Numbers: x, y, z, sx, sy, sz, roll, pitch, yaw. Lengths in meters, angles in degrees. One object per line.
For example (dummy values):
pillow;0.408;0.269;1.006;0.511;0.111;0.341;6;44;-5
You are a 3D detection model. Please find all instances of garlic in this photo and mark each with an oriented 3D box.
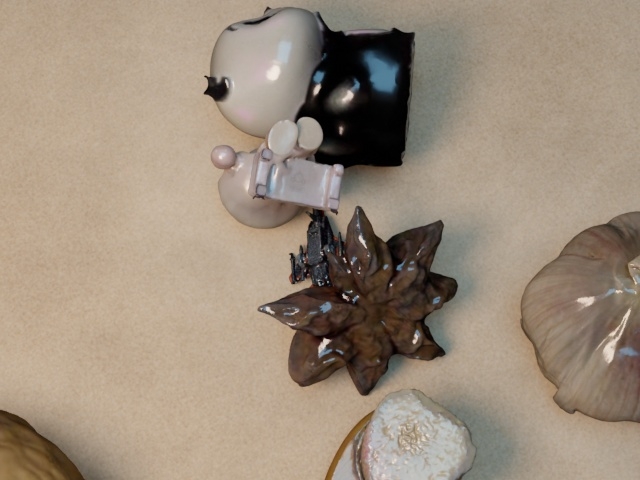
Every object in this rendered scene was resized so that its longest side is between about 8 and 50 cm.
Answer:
garlic;0.457;0.114;1.583;0.322;0.241;0.321;0;96;-3

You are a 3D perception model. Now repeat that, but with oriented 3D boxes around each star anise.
star anise;0.065;0.087;1.583;0.315;0.315;0.108;-25;35;-6

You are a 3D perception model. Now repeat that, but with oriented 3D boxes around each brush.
brush;0.090;0.343;1.543;0.174;0.166;0.266;42;81;10

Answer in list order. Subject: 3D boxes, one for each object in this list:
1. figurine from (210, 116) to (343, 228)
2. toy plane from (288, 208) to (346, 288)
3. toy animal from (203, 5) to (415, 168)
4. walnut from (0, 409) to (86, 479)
figurine;-0.064;-0.081;1.617;0.182;0.257;0.144;-10;84;-19
toy plane;-0.002;-0.001;1.686;0.130;0.061;0.189;-20;70;26
toy animal;-0.015;-0.238;1.660;0.310;0.251;0.250;7;75;6
walnut;-0.468;0.402;1.447;0.381;0.381;0.381;0;75;0
